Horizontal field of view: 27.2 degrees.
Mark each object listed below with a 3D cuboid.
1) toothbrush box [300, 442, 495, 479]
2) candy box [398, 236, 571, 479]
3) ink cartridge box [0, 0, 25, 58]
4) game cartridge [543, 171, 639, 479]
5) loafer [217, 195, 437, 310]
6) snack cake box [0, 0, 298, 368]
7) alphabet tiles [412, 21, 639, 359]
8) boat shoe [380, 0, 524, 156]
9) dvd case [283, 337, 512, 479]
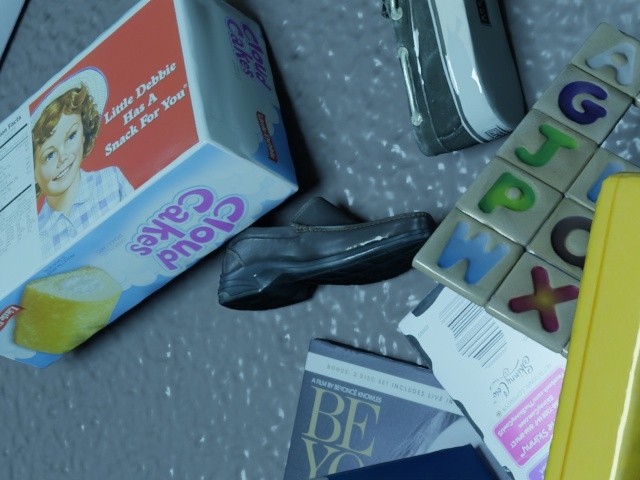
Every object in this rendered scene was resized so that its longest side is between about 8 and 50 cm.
[{"bbox_3d":[0.070,0.265,0.662,0.126,0.216,0.295,-44,68,22],"label":"toothbrush box"},{"bbox_3d":[0.156,0.095,0.664,0.070,0.165,0.196,-49,60,23],"label":"candy box"},{"bbox_3d":[-0.362,-0.268,1.098,0.272,0.130,0.309,34,105,35],"label":"ink cartridge box"},{"bbox_3d":[0.219,0.138,0.527,0.053,0.324,0.285,13,92,64],"label":"game cartridge"},{"bbox_3d":[0.000,0.000,0.852,0.170,0.062,0.061,-14,72,32],"label":"loafer"},{"bbox_3d":[-0.150,-0.042,0.925,0.264,0.089,0.152,-34,50,28],"label":"snack cake box"},{"bbox_3d":[0.194,0.006,0.632,0.237,0.198,0.009,31,147,15],"label":"alphabet tiles"},{"bbox_3d":[0.063,-0.161,0.813,0.070,0.078,0.219,-18,76,32],"label":"boat shoe"},{"bbox_3d":[0.040,0.186,0.827,0.164,0.018,0.221,12,92,36],"label":"dvd case"}]
